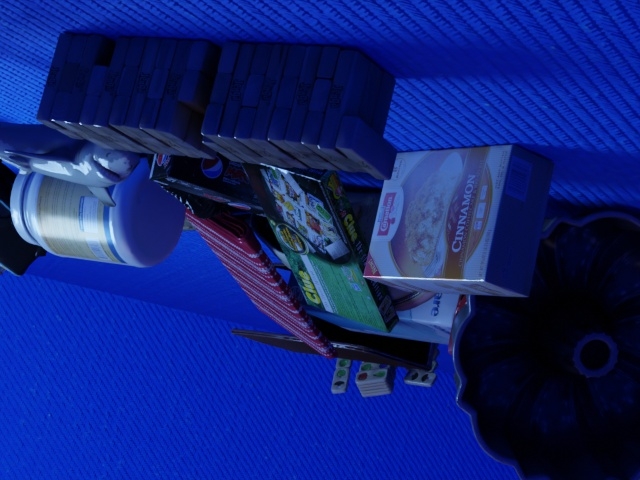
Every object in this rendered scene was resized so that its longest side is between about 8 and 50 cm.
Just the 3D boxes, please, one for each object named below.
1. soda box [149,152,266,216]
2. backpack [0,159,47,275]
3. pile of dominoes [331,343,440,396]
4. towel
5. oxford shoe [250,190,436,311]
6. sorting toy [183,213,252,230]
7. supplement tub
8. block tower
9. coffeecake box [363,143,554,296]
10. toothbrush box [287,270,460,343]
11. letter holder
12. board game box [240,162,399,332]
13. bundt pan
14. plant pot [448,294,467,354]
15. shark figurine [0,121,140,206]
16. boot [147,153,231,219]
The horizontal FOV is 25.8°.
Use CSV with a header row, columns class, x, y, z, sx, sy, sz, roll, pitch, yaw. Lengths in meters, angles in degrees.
class,x,y,z,sx,sy,sz,roll,pitch,yaw
soda box,-0.117,-0.078,1.685,0.169,0.060,0.053,18,167,-32
backpack,-0.479,-0.046,1.958,0.166,0.144,0.188,39,-165,-55
pile of dominoes,0.121,0.177,2.517,0.196,0.251,0.040,-10,127,18
towel,-0.089,0.044,1.962,0.199,0.031,0.275,32,162,49
oxford shoe,0.038,0.001,1.741,0.146,0.140,0.397,23,166,-26
sorting toy,-0.269,-0.052,2.134,0.229,0.041,0.307,12,172,-32
supplement tub,-0.295,-0.045,1.851,0.199,0.144,0.144,7,169,29
block tower,-0.091,-0.126,1.267,0.335,0.097,0.091,9,171,28
coffeecake box,0.141,-0.019,1.449,0.068,0.142,0.185,20,168,-36
toothbrush box,0.130,0.076,2.097,0.295,0.126,0.216,7,169,34
letter holder,0.021,0.119,2.393,0.302,0.152,0.214,4,171,38
board game box,0.000,0.000,1.653,0.136,0.030,0.260,16,145,36
bundt pan,0.297,0.118,1.613,0.331,0.331,0.124,14,-172,-12
plant pot,0.271,0.079,1.784,0.191,0.174,0.191,12,170,2
shark figurine,-0.296,-0.125,1.479,0.278,0.116,0.166,17,167,12
boot,-0.158,-0.077,1.758,0.121,0.045,0.099,46,-162,1
